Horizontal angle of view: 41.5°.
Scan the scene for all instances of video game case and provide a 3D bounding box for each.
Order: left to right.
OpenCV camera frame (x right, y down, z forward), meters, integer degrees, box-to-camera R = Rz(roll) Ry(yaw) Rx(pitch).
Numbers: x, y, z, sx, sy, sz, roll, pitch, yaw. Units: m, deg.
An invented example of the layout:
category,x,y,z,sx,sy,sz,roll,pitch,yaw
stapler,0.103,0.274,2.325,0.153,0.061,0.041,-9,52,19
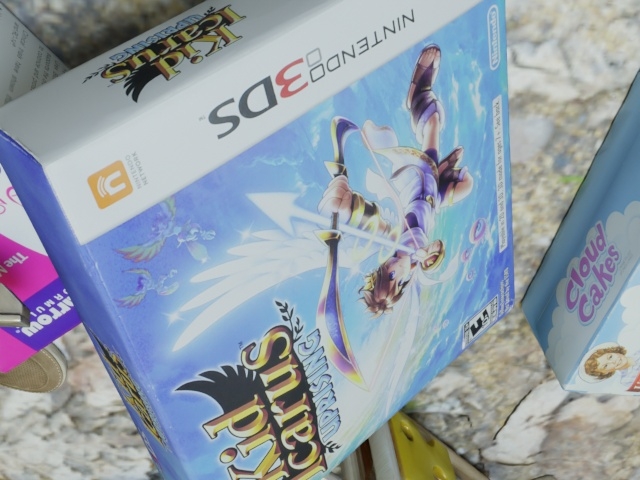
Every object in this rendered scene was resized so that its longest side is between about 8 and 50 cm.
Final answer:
category,x,y,z,sx,sy,sz,roll,pitch,yaw
video game case,0.000,0.000,0.436,0.244,0.061,0.269,-35,134,-24

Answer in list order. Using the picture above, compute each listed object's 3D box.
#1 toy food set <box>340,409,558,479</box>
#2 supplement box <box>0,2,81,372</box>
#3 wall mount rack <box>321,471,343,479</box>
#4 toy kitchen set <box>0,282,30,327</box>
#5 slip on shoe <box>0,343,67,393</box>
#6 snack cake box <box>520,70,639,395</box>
category,x,y,z,sx,sy,sz,roll,pitch,yaw
toy food set,0.122,0.204,0.598,0.092,0.219,0.306,-35,126,18
supplement box,-0.190,-0.053,0.405,0.111,0.114,0.220,-33,128,15
wall mount rack,0.007,0.311,0.636,0.130,0.350,0.304,-5,132,29
toy kitchen set,-0.158,-0.002,0.359,0.068,0.075,0.083,4,168,-10
slip on shoe,-0.224,0.069,0.542,0.051,0.041,0.135,-34,126,17
snack cake box,0.252,-0.020,0.524,0.152,0.089,0.264,5,127,-15
